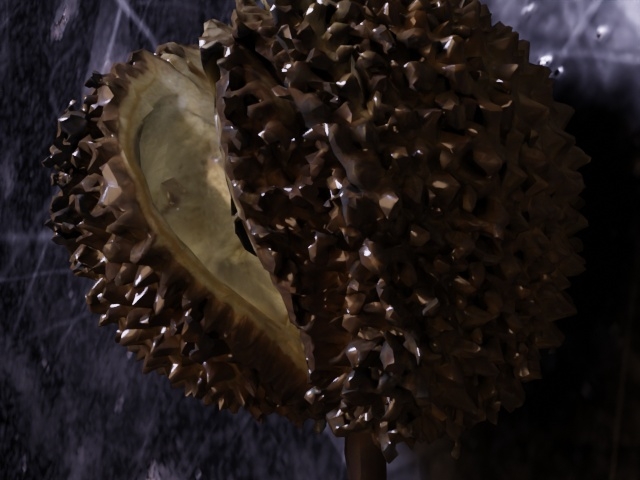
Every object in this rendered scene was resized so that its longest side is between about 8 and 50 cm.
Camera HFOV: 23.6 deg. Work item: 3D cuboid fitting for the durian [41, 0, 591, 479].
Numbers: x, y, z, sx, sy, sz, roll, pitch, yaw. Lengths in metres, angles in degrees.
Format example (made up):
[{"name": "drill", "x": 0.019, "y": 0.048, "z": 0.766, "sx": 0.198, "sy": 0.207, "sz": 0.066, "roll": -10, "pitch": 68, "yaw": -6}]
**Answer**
[{"name": "durian", "x": 0.000, "y": 0.000, "z": 0.545, "sx": 0.196, "sy": 0.167, "sz": 0.196, "roll": 20, "pitch": 116, "yaw": 51}]
